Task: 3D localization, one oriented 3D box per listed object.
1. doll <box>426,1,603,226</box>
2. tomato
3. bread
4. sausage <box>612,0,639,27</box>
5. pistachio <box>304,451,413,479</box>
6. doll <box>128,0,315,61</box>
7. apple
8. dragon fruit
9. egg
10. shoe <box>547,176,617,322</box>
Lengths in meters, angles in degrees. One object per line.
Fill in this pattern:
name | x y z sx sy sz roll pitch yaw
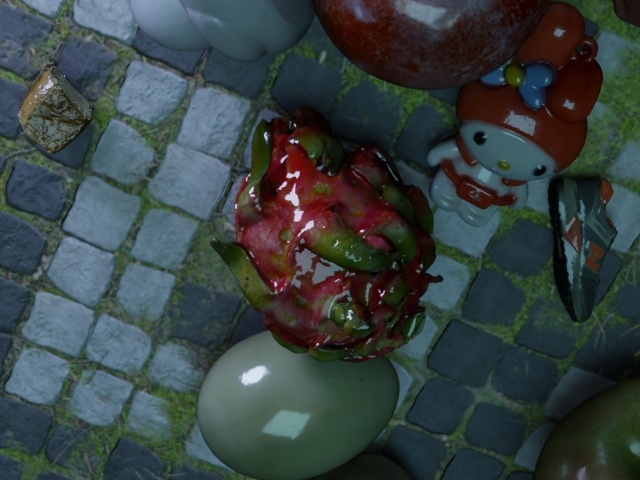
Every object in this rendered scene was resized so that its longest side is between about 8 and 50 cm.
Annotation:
doll | 0.230 -0.141 1.624 0.161 0.130 0.290 29 125 -6
tomato | 0.113 -0.287 1.499 0.270 0.227 0.270 3 74 -11
bread | -0.312 -0.152 1.645 0.070 0.083 0.077 -40 112 7
sausage | 0.461 -0.272 1.557 0.279 0.152 0.152 13 113 -7
pistachio | 0.053 0.391 1.855 0.197 0.166 0.288 -43 129 -20
doll | -0.123 -0.287 1.517 0.221 0.251 0.221 -4 78 20
apple | 0.418 0.344 1.754 0.319 0.319 0.277 -14 142 6
dragon fruit | 0.012 -0.004 1.627 0.237 0.231 0.303 -21 71 8
egg | -0.027 0.199 1.745 0.253 0.188 0.189 -13 114 -6
shoe | 0.327 0.011 1.727 0.077 0.074 0.194 -10 112 -1
